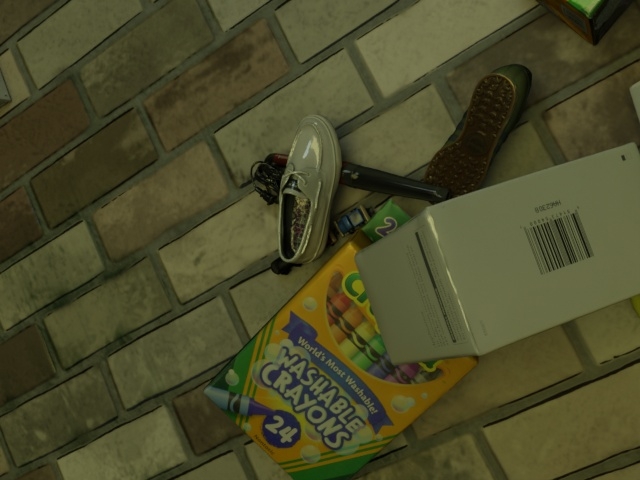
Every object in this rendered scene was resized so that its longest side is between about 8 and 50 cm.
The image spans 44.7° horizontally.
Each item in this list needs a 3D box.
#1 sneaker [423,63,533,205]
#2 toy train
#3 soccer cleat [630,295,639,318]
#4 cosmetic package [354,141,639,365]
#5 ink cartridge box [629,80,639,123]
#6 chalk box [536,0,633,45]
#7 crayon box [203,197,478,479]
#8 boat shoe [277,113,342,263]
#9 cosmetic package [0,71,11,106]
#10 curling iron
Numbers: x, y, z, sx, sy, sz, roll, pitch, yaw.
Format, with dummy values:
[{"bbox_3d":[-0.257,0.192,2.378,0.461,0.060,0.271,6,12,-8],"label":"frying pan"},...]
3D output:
[{"bbox_3d":[0.189,-0.122,0.901,0.064,0.086,0.192,37,135,14],"label":"sneaker"},{"bbox_3d":[0.000,0.000,0.997,0.158,0.036,0.027,-32,79,20],"label":"toy train"},{"bbox_3d":[0.348,-0.006,0.756,0.093,0.121,0.289,16,133,22],"label":"soccer cleat"},{"bbox_3d":[0.183,0.024,0.776,0.224,0.224,0.138,-17,84,-16],"label":"cosmetic package"},{"bbox_3d":[0.413,-0.081,0.760,0.181,0.056,0.225,153,104,-66],"label":"ink cartridge box"},{"bbox_3d":[0.306,-0.340,0.814,0.132,0.132,0.213,42,105,16],"label":"chalk box"},{"bbox_3d":[0.040,0.135,0.935,0.203,0.083,0.323,44,106,0],"label":"crayon box"},{"bbox_3d":[-0.022,-0.061,0.946,0.066,0.063,0.184,17,103,25],"label":"boat shoe"},{"bbox_3d":[-0.574,-0.306,1.215,0.099,0.060,0.239,-26,82,20],"label":"cosmetic package"},{"bbox_3d":[0.032,-0.069,0.974,0.274,0.035,0.068,7,98,27],"label":"curling iron"}]
